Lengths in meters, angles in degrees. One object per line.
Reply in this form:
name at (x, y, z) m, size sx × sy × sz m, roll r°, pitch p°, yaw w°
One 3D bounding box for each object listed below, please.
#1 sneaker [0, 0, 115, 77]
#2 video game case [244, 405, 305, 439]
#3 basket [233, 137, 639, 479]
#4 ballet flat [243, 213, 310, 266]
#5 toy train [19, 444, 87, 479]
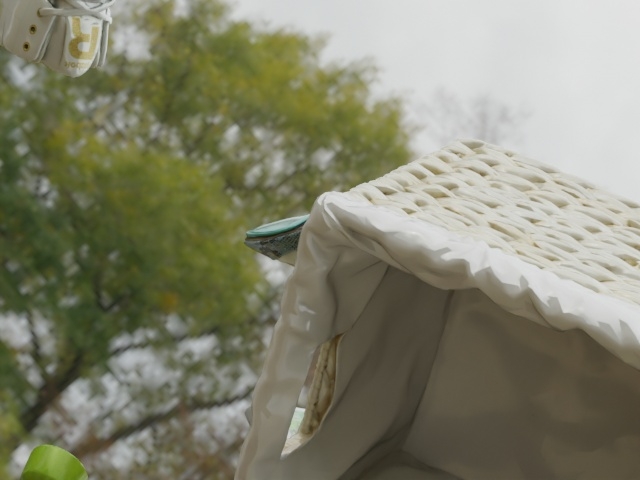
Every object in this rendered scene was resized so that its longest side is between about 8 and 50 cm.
sneaker at (-0.178, -0.220, 1.322) m, size 0.292 × 0.108 × 0.169 m, roll 3°, pitch -89°, yaw 51°
video game case at (0.025, 0.238, 1.396) m, size 0.212 × 0.023 × 0.193 m, roll 23°, pitch 40°, yaw -63°
basket at (0.151, 0.137, 1.111) m, size 0.331 × 0.266 × 0.328 m, roll 24°, pitch -64°, yaw 20°
ballet flat at (0.000, 0.000, 1.568) m, size 0.188 × 0.070 × 0.070 m, roll -16°, pitch -66°, yaw 44°
toy train at (-0.214, 0.199, 1.111) m, size 0.105 × 0.143 × 0.248 m, roll -13°, pitch -56°, yaw 36°
